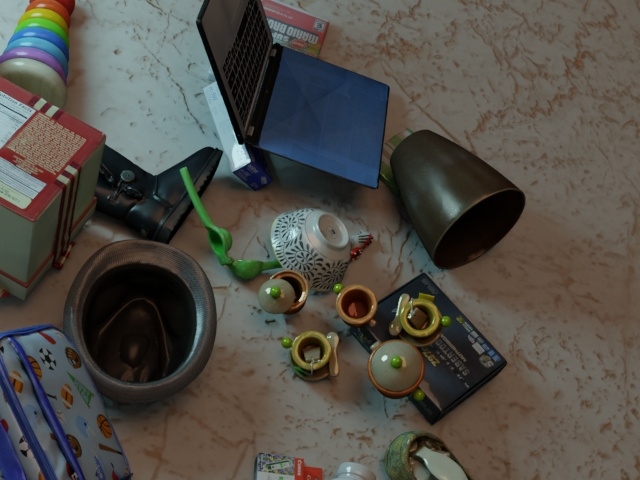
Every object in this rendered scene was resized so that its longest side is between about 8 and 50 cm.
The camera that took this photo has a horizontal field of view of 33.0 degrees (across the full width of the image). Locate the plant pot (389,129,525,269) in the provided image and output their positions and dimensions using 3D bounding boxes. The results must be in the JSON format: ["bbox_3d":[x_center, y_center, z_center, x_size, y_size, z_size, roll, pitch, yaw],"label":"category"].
[{"bbox_3d":[0.241,-0.101,2.094,0.215,0.215,0.230,-19,58,-30],"label":"plant pot"}]

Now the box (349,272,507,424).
[{"bbox_3d":[0.194,0.191,1.951,0.183,0.059,0.233,-30,69,-32],"label":"box"}]

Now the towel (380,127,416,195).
[{"bbox_3d":[0.172,-0.162,2.225,0.113,0.023,0.152,43,55,16],"label":"towel"}]

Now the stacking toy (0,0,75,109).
[{"bbox_3d":[-0.533,-0.387,2.067,0.141,0.141,0.330,11,49,-12],"label":"stacking toy"}]

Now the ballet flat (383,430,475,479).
[{"bbox_3d":[0.244,0.445,1.752,0.123,0.123,0.348,-34,72,-35],"label":"ballet flat"}]

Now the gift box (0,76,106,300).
[{"bbox_3d":[-0.527,-0.070,1.753,0.255,0.258,0.276,32,52,5],"label":"gift box"}]

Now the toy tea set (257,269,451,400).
[{"bbox_3d":[0.048,0.151,1.842,0.336,0.124,0.200,12,70,7],"label":"toy tea set"}]

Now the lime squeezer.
[{"bbox_3d":[-0.147,-0.001,1.935,0.310,0.059,0.110,36,83,-19],"label":"lime squeezer"}]

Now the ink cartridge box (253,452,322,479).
[{"bbox_3d":[-0.049,0.383,1.745,0.115,0.029,0.063,10,53,-12],"label":"ink cartridge box"}]

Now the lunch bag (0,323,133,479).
[{"bbox_3d":[-0.392,0.274,1.541,0.115,0.243,0.303,-29,84,10],"label":"lunch bag"}]

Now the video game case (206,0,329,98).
[{"bbox_3d":[-0.106,-0.408,2.297,0.204,0.025,0.285,20,52,-5],"label":"video game case"}]

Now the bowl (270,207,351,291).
[{"bbox_3d":[0.000,0.000,1.972,0.170,0.080,0.170,25,44,-28],"label":"bowl"}]

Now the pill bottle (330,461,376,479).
[{"bbox_3d":[0.038,0.431,1.705,0.086,0.086,0.152,24,52,-2],"label":"pill bottle"}]

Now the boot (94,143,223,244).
[{"bbox_3d":[-0.315,-0.124,1.972,0.207,0.094,0.246,31,57,-1],"label":"boot"}]

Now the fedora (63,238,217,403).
[{"bbox_3d":[-0.298,0.148,1.764,0.243,0.124,0.275,5,61,-14],"label":"fedora"}]

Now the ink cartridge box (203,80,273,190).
[{"bbox_3d":[-0.159,-0.204,2.084,0.046,0.097,0.207,-28,61,13],"label":"ink cartridge box"}]

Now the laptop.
[{"bbox_3d":[-0.035,-0.351,2.076,0.236,0.408,0.382,-8,37,14],"label":"laptop"}]

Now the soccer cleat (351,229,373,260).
[{"bbox_3d":[0.069,0.008,2.060,0.035,0.029,0.083,31,48,15],"label":"soccer cleat"}]
